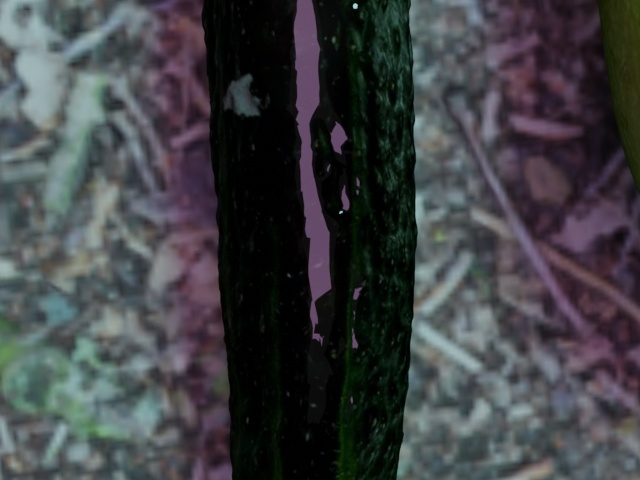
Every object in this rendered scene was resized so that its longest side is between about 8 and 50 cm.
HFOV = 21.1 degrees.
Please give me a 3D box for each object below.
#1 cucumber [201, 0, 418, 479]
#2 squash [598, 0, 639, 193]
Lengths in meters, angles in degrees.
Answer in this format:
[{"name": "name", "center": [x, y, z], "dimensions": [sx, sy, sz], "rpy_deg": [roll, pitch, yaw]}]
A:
[{"name": "cucumber", "center": [-0.001, 0.000, 0.603], "dimensions": [0.074, 0.074, 0.241], "rpy_deg": [-3, 96, -3]}, {"name": "squash", "center": [0.153, -0.091, 0.576], "dimensions": [0.132, 0.132, 0.247], "rpy_deg": [-5, 95, -3]}]
